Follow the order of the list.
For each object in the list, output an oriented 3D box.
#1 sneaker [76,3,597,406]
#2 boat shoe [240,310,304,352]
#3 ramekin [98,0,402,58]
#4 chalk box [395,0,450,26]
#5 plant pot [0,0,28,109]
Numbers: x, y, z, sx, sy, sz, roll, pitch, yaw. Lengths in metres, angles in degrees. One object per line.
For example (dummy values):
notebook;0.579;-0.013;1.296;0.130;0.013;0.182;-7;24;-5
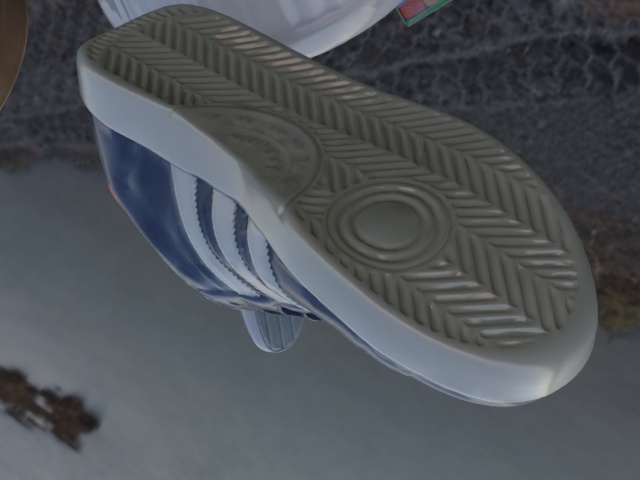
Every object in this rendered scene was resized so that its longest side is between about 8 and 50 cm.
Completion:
sneaker;0.000;0.000;0.629;0.350;0.131;0.148;39;145;38
boat shoe;-0.067;0.004;1.245;0.076;0.083;0.226;6;102;51
ramekin;-0.051;-0.252;0.780;0.273;0.273;0.127;21;158;30
chalk box;0.124;-0.332;1.292;0.132;0.213;0.132;-28;104;21
plant pot;-0.402;-0.185;1.109;0.237;0.237;0.110;15;170;37
